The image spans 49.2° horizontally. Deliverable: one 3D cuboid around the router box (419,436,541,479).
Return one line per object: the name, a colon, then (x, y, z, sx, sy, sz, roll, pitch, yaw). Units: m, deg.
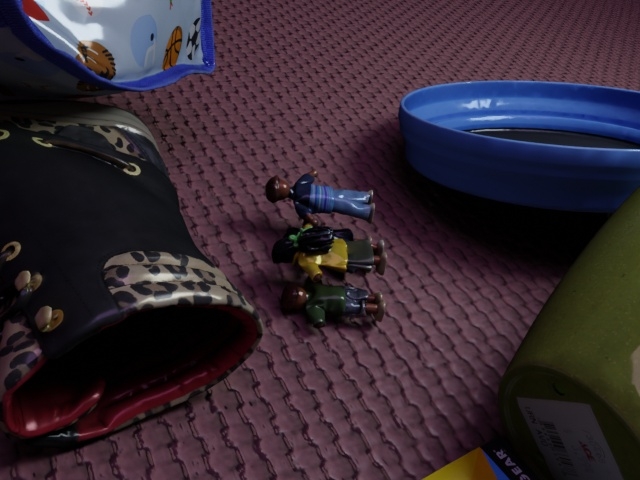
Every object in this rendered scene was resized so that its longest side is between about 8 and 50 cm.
router box: (0.125, 0.223, 0.432, 0.133, 0.046, 0.179, -15, 46, -36)

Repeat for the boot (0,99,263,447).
boot: (-0.249, 0.013, 0.500, 0.378, 0.138, 0.284, -7, 41, -38)

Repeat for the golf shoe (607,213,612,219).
golf shoe: (0.401, -0.021, 0.860, 0.120, 0.105, 0.273, 17, 27, 38)

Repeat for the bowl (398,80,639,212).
bowl: (0.292, -0.129, 0.869, 0.391, 0.077, 0.391, 1, 23, 0)

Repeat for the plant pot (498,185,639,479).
plant pot: (0.289, 0.085, 0.540, 0.294, 0.274, 0.275, -28, 53, -25)

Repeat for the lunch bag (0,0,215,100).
lunch bag: (-0.305, -0.236, 0.624, 0.328, 0.238, 0.385, 2, 22, 12)

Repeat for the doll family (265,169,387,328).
doll family: (0.000, 0.000, 0.671, 0.111, 0.076, 0.193, 6, 31, -8)
